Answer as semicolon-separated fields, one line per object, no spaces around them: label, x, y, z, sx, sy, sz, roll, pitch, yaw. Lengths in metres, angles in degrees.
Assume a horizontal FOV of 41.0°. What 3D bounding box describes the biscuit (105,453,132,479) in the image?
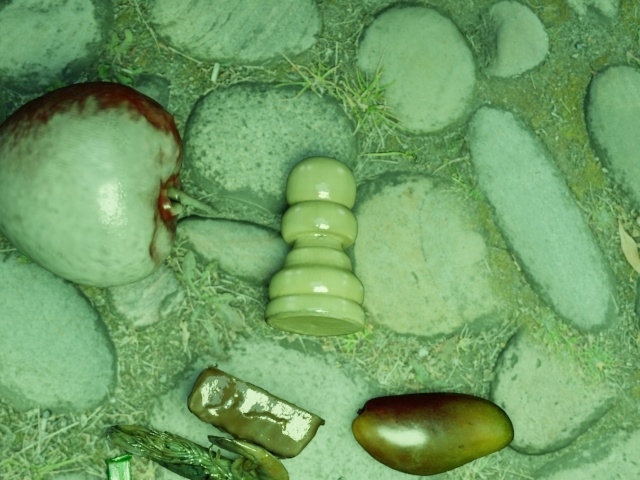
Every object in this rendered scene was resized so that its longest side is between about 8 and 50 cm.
biscuit;-0.322;0.390;1.377;0.046;0.016;0.089;-5;77;-10

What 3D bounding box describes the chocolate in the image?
chocolate;-0.104;0.280;1.365;0.214;0.148;0.093;27;80;2

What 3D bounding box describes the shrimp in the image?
shrimp;-0.188;0.328;1.334;0.296;0.169;0.058;19;48;-3

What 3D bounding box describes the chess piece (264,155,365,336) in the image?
chess piece;0.000;0.000;1.446;0.167;0.167;0.300;6;72;-5

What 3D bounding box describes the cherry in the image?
cherry;-0.370;-0.080;1.364;0.334;0.291;0.326;-18;89;8

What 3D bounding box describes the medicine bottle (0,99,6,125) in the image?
medicine bottle;-0.636;-0.203;1.449;0.183;0.086;0.086;2;76;-6

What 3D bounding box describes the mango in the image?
mango;0.183;0.317;1.405;0.267;0.111;0.133;0;61;-6

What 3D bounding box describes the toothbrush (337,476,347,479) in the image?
toothbrush;0.085;0.479;1.403;0.017;0.022;0.204;-29;78;-15
